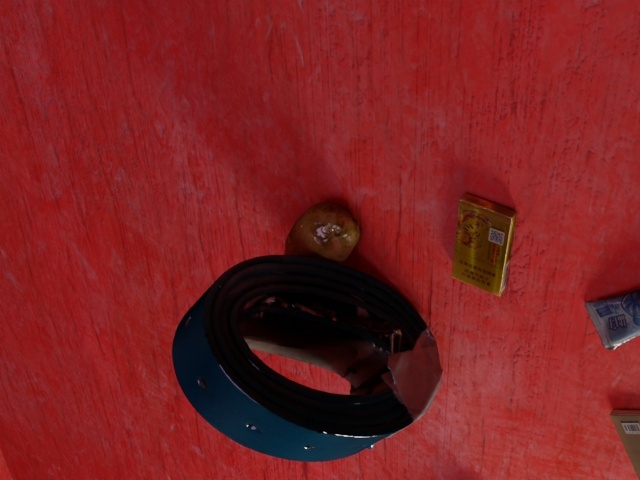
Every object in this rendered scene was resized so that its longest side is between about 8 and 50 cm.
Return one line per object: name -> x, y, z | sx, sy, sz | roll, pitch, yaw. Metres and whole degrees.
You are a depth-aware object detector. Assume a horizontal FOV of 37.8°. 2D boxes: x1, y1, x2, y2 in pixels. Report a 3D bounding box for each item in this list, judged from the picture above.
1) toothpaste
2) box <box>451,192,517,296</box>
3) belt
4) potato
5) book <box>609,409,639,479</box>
toothpaste -> 0.470, 0.080, 1.264 | 0.069, 0.047, 0.268 | 39, 145, -12
box -> 0.245, 0.007, 1.409 | 0.089, 0.022, 0.156 | 20, 133, 25
belt -> -0.016, 0.193, 1.512 | 0.436, 0.300, 0.173 | 13, 148, -22
potato -> 0.000, 0.000, 1.568 | 0.107, 0.080, 0.170 | 52, 141, 0
book -> 0.542, 0.339, 1.435 | 0.138, 0.016, 0.198 | -10, 115, 44
